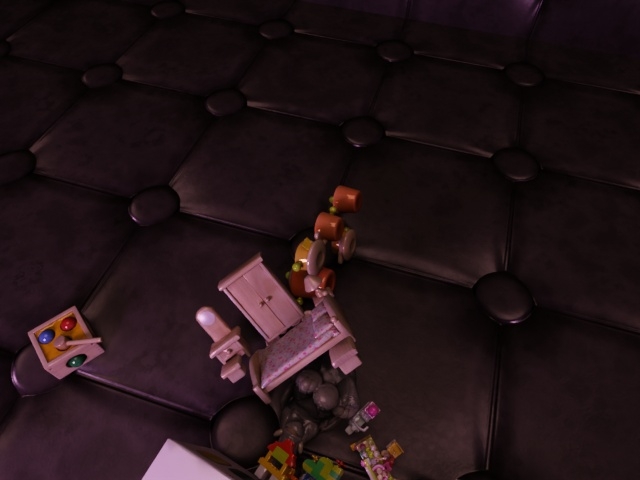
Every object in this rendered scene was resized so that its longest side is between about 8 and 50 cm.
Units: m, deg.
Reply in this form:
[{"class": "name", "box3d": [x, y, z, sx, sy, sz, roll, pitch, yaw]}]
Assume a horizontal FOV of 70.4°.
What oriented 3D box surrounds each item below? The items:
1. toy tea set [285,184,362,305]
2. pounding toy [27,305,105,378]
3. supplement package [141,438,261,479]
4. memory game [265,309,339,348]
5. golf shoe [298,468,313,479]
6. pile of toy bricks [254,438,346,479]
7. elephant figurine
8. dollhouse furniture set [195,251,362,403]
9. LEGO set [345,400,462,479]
[{"class": "toy tea set", "box3d": [0.000, 0.000, 1.153, 0.124, 0.200, 0.336, 11, 43, 24]}, {"class": "pounding toy", "box3d": [-0.564, 0.229, 1.026, 0.130, 0.100, 0.141, -33, 61, -21]}, {"class": "supplement package", "box3d": [-0.186, 0.475, 0.741, 0.199, 0.262, 0.198, 25, 66, 16]}, {"class": "memory game", "box3d": [-0.039, 0.249, 1.072, 0.186, 0.012, 0.186, 0, 55, 0]}, {"class": "golf shoe", "box3d": [0.027, 0.512, 0.846, 0.198, 0.077, 0.094, 30, 60, 20]}, {"class": "pile of toy bricks", "box3d": [0.000, 0.431, 0.800, 0.212, 0.118, 0.105, 21, 65, 36]}, {"class": "elephant figurine", "box3d": [-0.025, 0.345, 0.934, 0.186, 0.239, 0.169, 5, 33, -29]}, {"class": "dollhouse furniture set", "box3d": [-0.120, 0.173, 0.862, 0.303, 0.355, 0.173, -37, 105, 2]}, {"class": "LEGO set", "box3d": [0.161, 0.445, 0.851, 0.287, 0.107, 0.132, 39, 81, 9]}]
